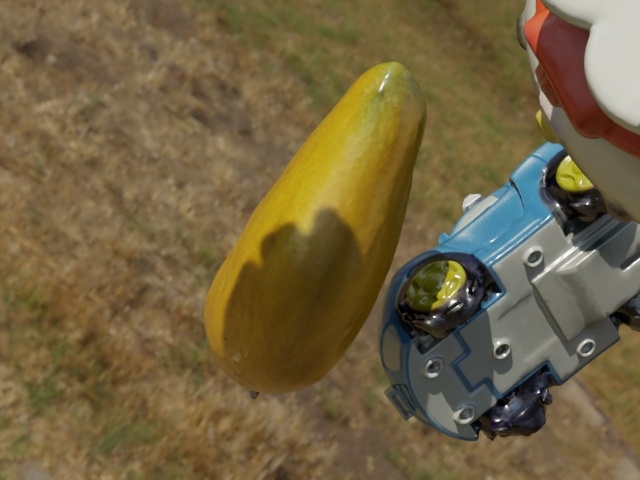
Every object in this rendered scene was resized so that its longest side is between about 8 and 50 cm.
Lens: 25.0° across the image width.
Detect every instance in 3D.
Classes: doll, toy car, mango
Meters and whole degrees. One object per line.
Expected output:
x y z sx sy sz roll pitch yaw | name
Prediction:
0.148 -0.071 0.552 0.161 0.130 0.290 61 19 11 | doll
0.174 0.032 1.266 0.198 0.314 0.166 53 -3 -37 | toy car
0.000 0.000 1.112 0.119 0.316 0.176 31 24 14 | mango
